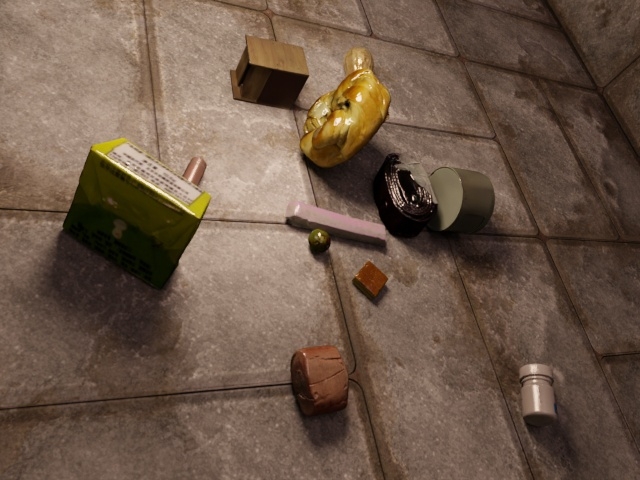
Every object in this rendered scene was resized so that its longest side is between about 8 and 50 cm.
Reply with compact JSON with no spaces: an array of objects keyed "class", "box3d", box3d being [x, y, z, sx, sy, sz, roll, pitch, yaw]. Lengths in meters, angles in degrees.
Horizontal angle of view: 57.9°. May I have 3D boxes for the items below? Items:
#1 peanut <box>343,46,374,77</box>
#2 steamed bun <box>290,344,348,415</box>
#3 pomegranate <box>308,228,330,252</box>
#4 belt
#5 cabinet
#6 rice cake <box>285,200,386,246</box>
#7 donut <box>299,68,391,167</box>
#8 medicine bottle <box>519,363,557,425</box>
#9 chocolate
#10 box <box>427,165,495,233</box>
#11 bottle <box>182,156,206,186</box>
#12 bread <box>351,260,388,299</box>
[{"class":"peanut","box3d":[0.151,-0.641,2.240,0.121,0.136,0.298,-3,58,3]},{"class":"steamed bun","box3d":[-0.001,0.363,1.507,0.145,0.106,0.175,-2,74,-36]},{"class":"pomegranate","box3d":[0.003,0.003,1.774,0.085,0.073,0.073,13,50,-52]},{"class":"belt","box3d":[0.290,-0.165,1.979,0.184,0.164,0.289,-3,61,-21]},{"class":"cabinet","box3d":[-0.180,-0.579,1.990,0.215,0.174,0.148,4,58,-26]},{"class":"rice cake","box3d":[0.061,-0.049,1.846,0.365,0.056,0.072,15,55,-20]},{"class":"donut","box3d":[0.075,-0.404,1.921,0.170,0.360,0.360,39,47,-21]},{"class":"medicine bottle","box3d":[0.676,0.480,1.798,0.105,0.105,0.168,21,51,-15]},{"class":"chocolate","box3d":[-0.448,-0.071,1.433,0.301,0.288,0.137,33,38,-6]},{"class":"box","box3d":[0.478,-0.139,2.024,0.150,0.226,0.226,5,57,-26]},{"class":"bottle","box3d":[-0.377,-0.183,1.694,0.053,0.053,0.140,25,51,-12]},{"class":"bread","box3d":[0.154,0.123,1.794,0.090,0.035,0.094,42,49,2]}]
